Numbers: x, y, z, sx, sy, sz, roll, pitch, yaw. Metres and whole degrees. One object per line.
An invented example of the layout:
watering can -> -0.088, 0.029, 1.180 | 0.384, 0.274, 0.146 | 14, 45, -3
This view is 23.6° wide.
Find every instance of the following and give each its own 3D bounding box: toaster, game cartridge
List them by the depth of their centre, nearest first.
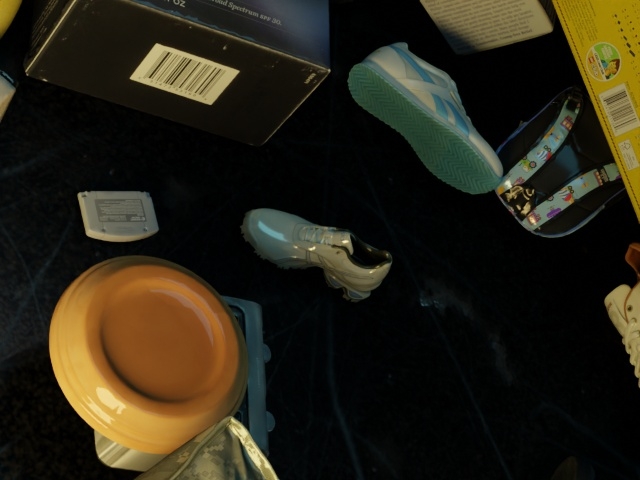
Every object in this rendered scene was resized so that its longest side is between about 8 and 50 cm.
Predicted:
toaster -> -0.141, 0.140, 1.517 | 0.185, 0.110, 0.168 | 13, 57, -27
game cartridge -> -0.215, -0.026, 1.628 | 0.083, 0.017, 0.056 | 0, 61, -33

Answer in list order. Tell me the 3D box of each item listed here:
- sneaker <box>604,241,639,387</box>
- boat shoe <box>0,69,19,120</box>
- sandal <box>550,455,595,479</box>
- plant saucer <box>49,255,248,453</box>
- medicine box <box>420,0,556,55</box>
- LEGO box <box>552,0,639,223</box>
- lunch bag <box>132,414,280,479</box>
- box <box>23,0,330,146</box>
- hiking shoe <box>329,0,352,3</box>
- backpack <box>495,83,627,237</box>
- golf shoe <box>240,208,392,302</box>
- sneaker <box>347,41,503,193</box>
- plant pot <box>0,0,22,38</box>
sneaker -> 0.410, 0.131, 1.913 | 0.123, 0.106, 0.290 | 11, 58, 3
boat shoe -> -0.439, -0.084, 1.457 | 0.158, 0.127, 0.340 | 34, 42, -4
sandal -> 0.181, 0.382, 1.565 | 0.107, 0.168, 0.446 | 26, 50, 4
plant saucer -> -0.154, 0.100, 1.434 | 0.200, 0.037, 0.200 | 14, 57, -23
medicine box -> 0.198, -0.440, 1.981 | 0.289, 0.149, 0.263 | 50, 42, -36
LEGO box -> 0.514, -0.189, 1.912 | 0.372, 0.193, 0.500 | -16, 84, -51
lunch bag -> -0.163, 0.319, 1.315 | 0.169, 0.235, 0.287 | 49, 49, 1
box -> -0.155, -0.306, 1.722 | 0.296, 0.183, 0.294 | 16, 55, -26
hiking shoe -> 0.007, -0.436, 1.975 | 0.132, 0.113, 0.304 | 4, 64, 3
backpack -> 0.298, -0.085, 1.934 | 0.173, 0.117, 0.158 | -40, 87, -9
golf shoe -> 0.000, 0.000, 1.709 | 0.176, 0.086, 0.069 | 24, 55, -19
sneaker -> 0.145, -0.154, 1.881 | 0.228, 0.087, 0.092 | 45, 53, 5
plant pot -> -0.371, -0.251, 1.594 | 0.134, 0.134, 0.095 | 5, 87, -31
